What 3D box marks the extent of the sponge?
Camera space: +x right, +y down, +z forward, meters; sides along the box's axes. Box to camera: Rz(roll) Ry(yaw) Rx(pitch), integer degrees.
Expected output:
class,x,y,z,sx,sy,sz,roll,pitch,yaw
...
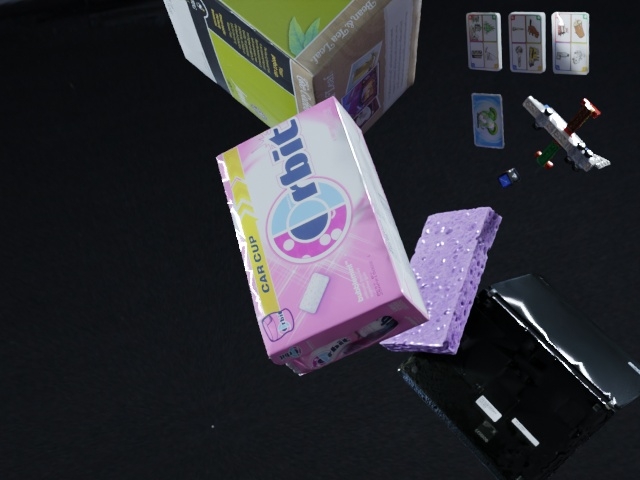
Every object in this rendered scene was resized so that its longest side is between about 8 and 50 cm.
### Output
class,x,y,z,sx,sy,sz,roll,pitch,yaw
sponge,0.160,0.053,1.207,0.031,0.117,0.210,38,-118,-31

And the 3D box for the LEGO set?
class,x,y,z,sx,sy,sz,roll,pitch,yaw
LEGO set,0.288,-0.184,1.209,0.060,0.182,0.244,-25,-63,-41

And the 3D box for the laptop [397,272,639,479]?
class,x,y,z,sx,sy,sz,roll,pitch,yaw
laptop,0.284,0.184,1.226,0.264,0.136,0.234,-42,-116,-5

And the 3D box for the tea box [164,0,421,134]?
class,x,y,z,sx,sy,sz,roll,pitch,yaw
tea box,-0.044,-0.322,1.309,0.323,0.329,0.220,42,-101,13

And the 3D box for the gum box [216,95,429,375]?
class,x,y,z,sx,sy,sz,roll,pitch,yaw
gum box,0.000,0.000,0.680,0.107,0.062,0.188,-25,-120,14
